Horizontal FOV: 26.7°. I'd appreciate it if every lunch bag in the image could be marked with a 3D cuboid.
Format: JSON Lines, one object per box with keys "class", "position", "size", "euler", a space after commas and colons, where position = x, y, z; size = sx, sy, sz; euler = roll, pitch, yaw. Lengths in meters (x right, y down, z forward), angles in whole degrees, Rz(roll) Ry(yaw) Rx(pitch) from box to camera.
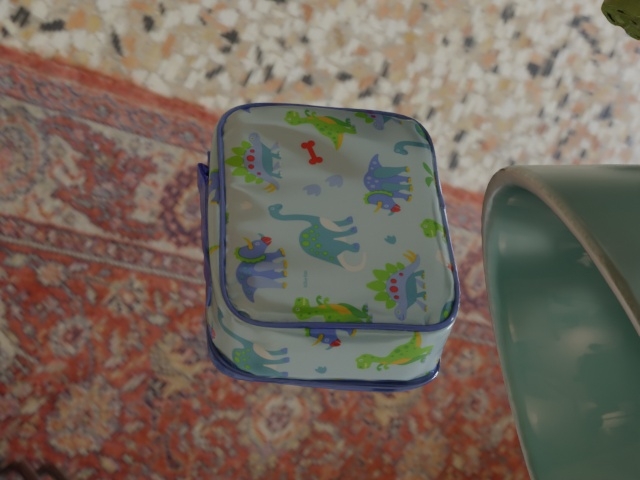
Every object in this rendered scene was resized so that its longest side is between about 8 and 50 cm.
{"class": "lunch bag", "position": [0.000, 0.000, 0.958], "size": [0.176, 0.219, 0.090], "euler": [2, 139, -9]}

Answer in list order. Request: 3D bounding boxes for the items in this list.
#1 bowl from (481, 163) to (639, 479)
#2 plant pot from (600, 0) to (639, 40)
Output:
{"class": "bowl", "position": [0.187, 0.098, 0.498], "size": [0.163, 0.311, 0.311], "euler": [-17, 123, -3]}
{"class": "plant pot", "position": [0.238, -0.182, 0.942], "size": [0.083, 0.083, 0.079], "euler": [34, 87, -41]}
